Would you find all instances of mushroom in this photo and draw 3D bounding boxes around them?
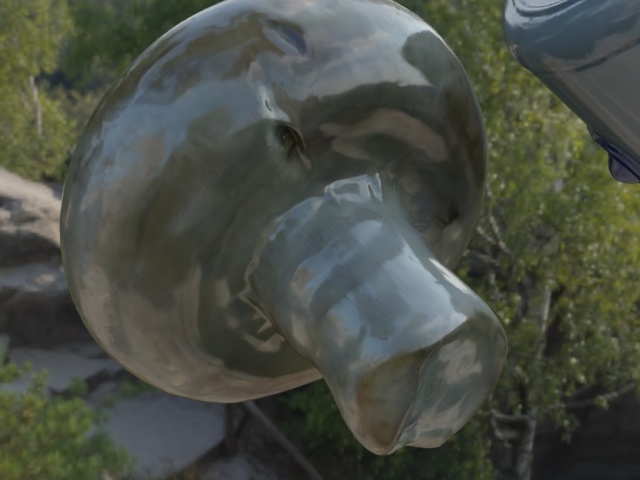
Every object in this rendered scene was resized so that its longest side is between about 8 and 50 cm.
[{"bbox_3d":[0.000,0.000,0.494,0.244,0.243,0.243,4,19,-1],"label":"mushroom"}]

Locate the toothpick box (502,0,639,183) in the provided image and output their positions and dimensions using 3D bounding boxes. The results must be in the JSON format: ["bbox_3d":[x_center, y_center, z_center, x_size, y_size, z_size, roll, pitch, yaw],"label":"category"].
[{"bbox_3d":[0.303,-0.088,0.597,0.355,0.263,0.263,38,12,-16],"label":"toothpick box"}]
